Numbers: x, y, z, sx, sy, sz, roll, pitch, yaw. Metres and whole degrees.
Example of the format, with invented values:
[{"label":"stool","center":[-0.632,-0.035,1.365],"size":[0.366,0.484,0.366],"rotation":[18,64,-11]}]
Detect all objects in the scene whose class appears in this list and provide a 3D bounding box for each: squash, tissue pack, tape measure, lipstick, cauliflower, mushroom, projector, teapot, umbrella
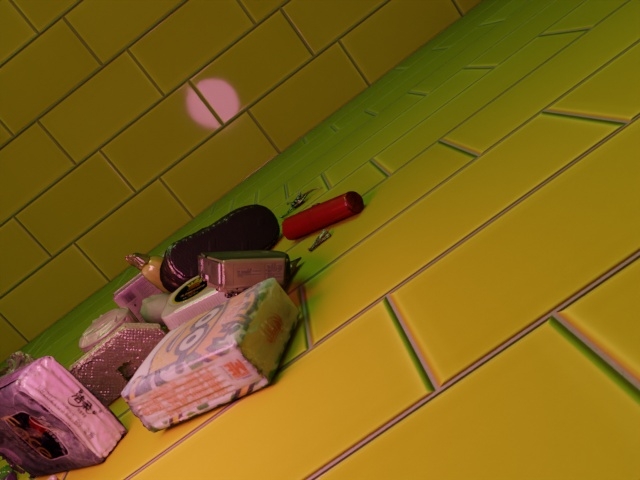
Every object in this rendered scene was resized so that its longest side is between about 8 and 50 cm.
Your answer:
[{"label":"squash","center":[-0.489,0.118,1.933],"size":[0.137,0.287,0.137],"rotation":[-20,53,28]},{"label":"tissue pack","center":[-0.632,0.403,1.353],"size":[0.361,0.259,0.122],"rotation":[-24,24,38]},{"label":"tissue pack","center":[-0.584,0.176,2.120],"size":[0.246,0.148,0.092],"rotation":[-39,14,-12]},{"label":"tape measure","center":[-0.282,0.154,1.585],"size":[0.235,0.115,0.207],"rotation":[-26,18,9]},{"label":"lipstick","center":[0.000,-0.067,1.659],"size":[0.280,0.073,0.073],"rotation":[-21,23,45]},{"label":"tissue pack","center":[-0.208,0.223,1.181],"size":[0.311,0.128,0.228],"rotation":[-28,18,27]},{"label":"cauliflower","center":[-1.083,0.506,2.060],"size":[0.316,0.238,0.256],"rotation":[6,-18,-37]},{"label":"mushroom","center":[-0.439,0.199,1.784],"size":[0.270,0.118,0.103],"rotation":[-19,61,51]},{"label":"projector","center":[-0.168,0.069,1.374],"size":[0.194,0.088,0.269],"rotation":[-2,3,-21]},{"label":"teapot","center":[-0.577,0.300,1.692],"size":[0.222,0.178,0.163],"rotation":[-16,24,41]},{"label":"umbrella","center":[-0.001,-0.001,1.568],"size":[0.083,0.020,0.031],"rotation":[-41,55,-13]}]

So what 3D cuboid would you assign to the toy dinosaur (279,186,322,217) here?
[{"label":"toy dinosaur","center":[-0.077,-0.143,2.117],"size":[0.180,0.037,0.058],"rotation":[-44,39,1]}]

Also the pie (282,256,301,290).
[{"label":"pie","center":[-0.105,0.100,1.474],"size":[0.092,0.034,0.170],"rotation":[-25,20,27]}]

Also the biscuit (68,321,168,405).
[{"label":"biscuit","center":[-0.513,0.308,1.577],"size":[0.250,0.147,0.046],"rotation":[-38,18,-10]}]

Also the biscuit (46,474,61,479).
[{"label":"biscuit","center":[-0.688,0.603,1.299],"size":[0.302,0.049,0.197],"rotation":[-27,16,37]}]

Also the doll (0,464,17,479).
[{"label":"doll","center":[-0.833,0.634,1.524],"size":[0.115,0.050,0.190],"rotation":[-27,16,12]}]

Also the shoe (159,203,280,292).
[{"label":"shoe","center":[-0.317,0.034,1.875],"size":[0.384,0.171,0.237],"rotation":[-30,-4,-28]}]

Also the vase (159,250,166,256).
[{"label":"vase","center":[-0.609,0.131,2.361],"size":[0.248,0.128,0.128],"rotation":[-38,12,36]}]
